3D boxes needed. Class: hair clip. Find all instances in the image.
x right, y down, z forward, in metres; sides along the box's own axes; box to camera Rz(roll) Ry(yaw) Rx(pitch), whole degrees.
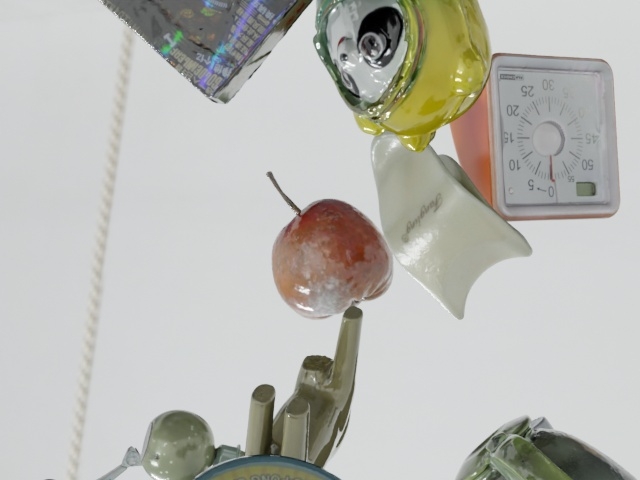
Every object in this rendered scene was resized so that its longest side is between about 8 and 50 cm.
[{"bbox_3d":[0.171,-0.045,1.658,0.113,0.282,0.172,10,135,-40],"label":"hair clip"}]

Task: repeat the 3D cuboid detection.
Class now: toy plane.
[{"bbox_3d":[-0.401,0.431,1.863,0.273,0.107,0.182,-33,-164,2],"label":"toy plane"}]

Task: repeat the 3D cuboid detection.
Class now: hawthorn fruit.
[{"bbox_3d":[0.027,0.030,2.134,0.231,0.262,0.235,-3,154,19],"label":"hawthorn fruit"}]

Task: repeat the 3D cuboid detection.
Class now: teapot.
[{"bbox_3d":[0.294,0.373,1.526,0.239,0.239,0.321,46,-161,7],"label":"teapot"}]

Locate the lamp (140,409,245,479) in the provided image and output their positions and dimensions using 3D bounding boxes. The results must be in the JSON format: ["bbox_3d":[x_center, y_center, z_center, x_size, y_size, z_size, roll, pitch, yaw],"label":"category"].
[{"bbox_3d":[-0.127,0.255,1.323,0.163,0.090,0.091,13,173,-11],"label":"lamp"}]

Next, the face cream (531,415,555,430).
[{"bbox_3d":[0.413,0.402,1.920,0.057,0.198,0.084,-33,177,42],"label":"face cream"}]

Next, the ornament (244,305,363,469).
[{"bbox_3d":[-0.010,0.175,1.068,0.061,0.244,0.230,19,-141,13],"label":"ornament"}]

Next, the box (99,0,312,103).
[{"bbox_3d":[-0.092,-0.337,1.296,0.198,0.310,0.084,41,-176,3],"label":"box"}]

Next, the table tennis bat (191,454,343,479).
[{"bbox_3d":[-0.016,0.325,0.856,0.215,0.329,0.044,-22,177,-15],"label":"table tennis bat"}]

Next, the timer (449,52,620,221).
[{"bbox_3d":[0.345,-0.148,1.772,0.258,0.249,0.161,-2,164,-30],"label":"timer"}]

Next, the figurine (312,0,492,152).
[{"bbox_3d":[0.101,-0.298,1.474,0.232,0.340,0.323,-15,164,-32],"label":"figurine"}]
